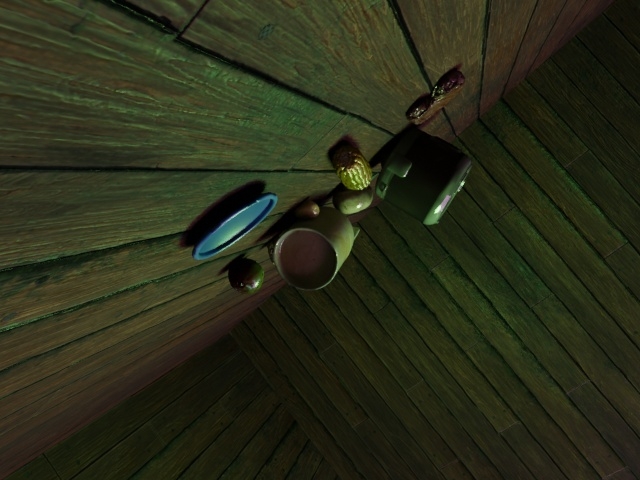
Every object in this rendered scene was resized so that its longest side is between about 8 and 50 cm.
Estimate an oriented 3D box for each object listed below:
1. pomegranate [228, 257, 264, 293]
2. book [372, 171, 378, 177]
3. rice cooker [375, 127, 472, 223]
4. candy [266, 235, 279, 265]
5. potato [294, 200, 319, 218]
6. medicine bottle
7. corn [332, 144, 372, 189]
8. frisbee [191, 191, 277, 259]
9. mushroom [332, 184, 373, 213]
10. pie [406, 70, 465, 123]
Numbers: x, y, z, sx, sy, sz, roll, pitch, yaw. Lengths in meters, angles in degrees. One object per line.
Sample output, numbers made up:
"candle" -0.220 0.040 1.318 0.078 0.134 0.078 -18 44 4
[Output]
"pomegranate" -0.264 0.111 1.696 0.129 0.159 0.129 -7 137 -6
"book" 0.202 -0.260 2.212 0.103 0.017 0.135 -36 174 -38
"rice cooker" 0.394 -0.263 1.894 0.335 0.325 0.335 -53 166 -19
"candy" -0.151 0.040 1.824 0.085 0.110 0.095 -21 176 37
"potato" -0.047 -0.101 1.623 0.083 0.068 0.062 -24 -148 -7
"medicine bottle" 0.000 0.000 1.778 0.235 0.236 0.406 -41 -177 24
"corn" 0.091 -0.213 1.411 0.106 0.106 0.305 -40 170 9
"frisbee" -0.206 -0.042 1.118 0.242 0.045 0.242 -40 175 -4
"mushroom" 0.124 -0.173 1.870 0.166 0.127 0.166 -18 -175 2
"pie" 0.378 -0.460 1.553 0.218 0.054 0.204 -42 173 33
